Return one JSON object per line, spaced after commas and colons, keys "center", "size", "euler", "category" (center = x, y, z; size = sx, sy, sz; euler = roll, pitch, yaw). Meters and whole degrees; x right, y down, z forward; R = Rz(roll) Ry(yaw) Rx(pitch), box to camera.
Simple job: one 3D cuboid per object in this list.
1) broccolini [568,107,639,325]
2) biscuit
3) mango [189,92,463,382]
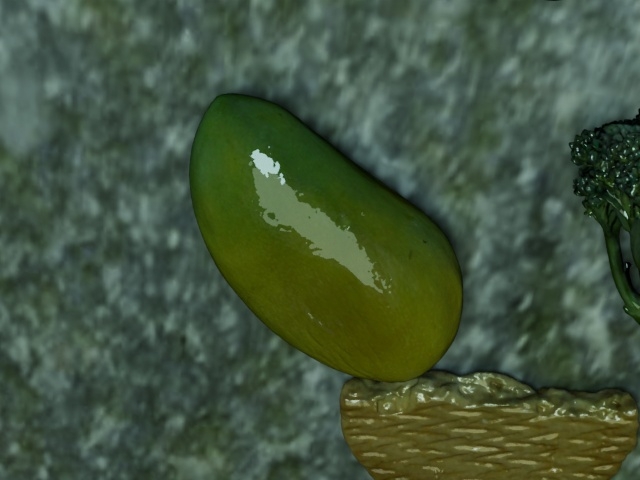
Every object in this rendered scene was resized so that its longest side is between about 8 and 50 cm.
{"center": [0.263, 0.083, 0.913], "size": [0.078, 0.074, 0.392], "euler": [-14, 120, 26], "category": "broccolini"}
{"center": [0.130, 0.161, 1.014], "size": [0.224, 0.033, 0.145], "euler": [1, 126, 8], "category": "biscuit"}
{"center": [-0.003, 0.006, 0.896], "size": [0.237, 0.091, 0.137], "euler": [38, 116, -11], "category": "mango"}
